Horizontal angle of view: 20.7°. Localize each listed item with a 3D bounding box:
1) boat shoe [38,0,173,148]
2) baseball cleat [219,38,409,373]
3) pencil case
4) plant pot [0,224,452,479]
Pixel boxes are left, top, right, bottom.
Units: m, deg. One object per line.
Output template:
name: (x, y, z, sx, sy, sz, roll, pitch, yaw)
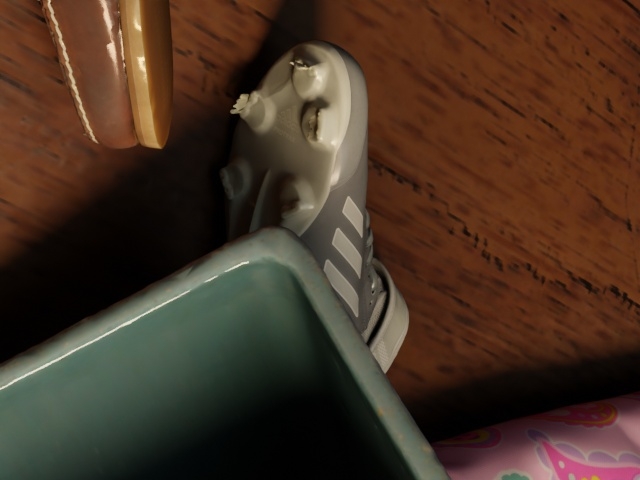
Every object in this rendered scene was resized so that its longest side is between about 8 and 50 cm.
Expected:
boat shoe: (-0.100, -0.133, 0.689, 0.073, 0.073, 0.207, -4, 113, 4)
baseball cleat: (0.000, 0.000, 0.830, 0.109, 0.072, 0.205, -8, 124, -42)
pencil case: (0.144, 0.154, 0.969, 0.284, 0.124, 0.124, -6, 113, -36)
plant pot: (-0.044, 0.197, 0.740, 0.247, 0.248, 0.252, -28, 145, -6)
